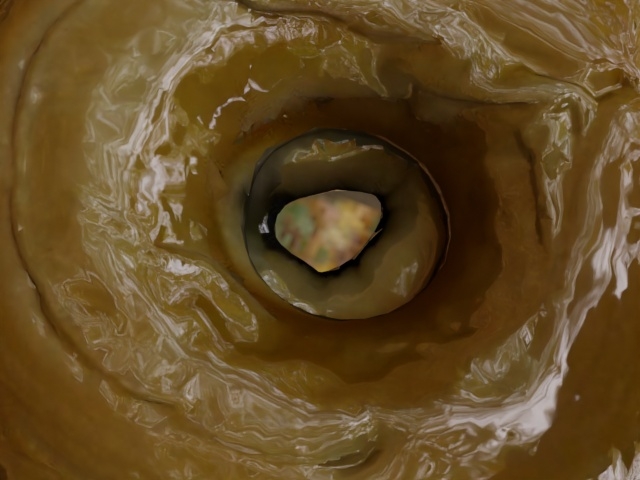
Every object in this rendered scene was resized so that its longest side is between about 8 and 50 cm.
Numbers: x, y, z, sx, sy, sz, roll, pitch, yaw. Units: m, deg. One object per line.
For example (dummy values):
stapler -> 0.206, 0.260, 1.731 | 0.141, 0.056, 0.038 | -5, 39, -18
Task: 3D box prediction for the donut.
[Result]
donut -> 0.000, 0.000, 0.896 | 0.449, 0.449, 0.198 | -64, 179, -13
